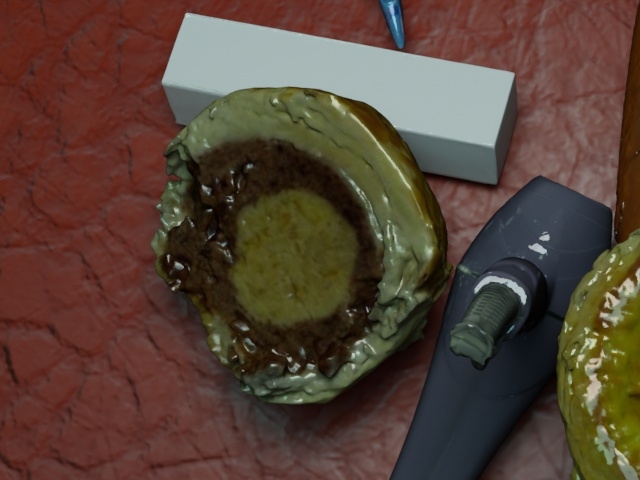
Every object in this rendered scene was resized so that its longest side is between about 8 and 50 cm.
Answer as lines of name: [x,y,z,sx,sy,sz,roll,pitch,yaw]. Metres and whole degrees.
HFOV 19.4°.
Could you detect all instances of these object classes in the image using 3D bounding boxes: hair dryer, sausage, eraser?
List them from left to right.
eraser: [0.017,-0.123,1.624,0.298,0.078,0.076,11,66,13]
hair dryer: [0.120,0.085,1.421,0.121,0.361,0.301,27,91,12]
sausage: [0.299,-0.115,1.548,0.102,0.102,0.330,6,70,12]

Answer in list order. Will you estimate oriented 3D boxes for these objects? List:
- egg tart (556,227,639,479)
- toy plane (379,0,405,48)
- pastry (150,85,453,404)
egg tart: [0.314,0.110,1.413,0.295,0.116,0.295,0,83,3]
toy plane: [0.047,-0.282,1.666,0.169,0.078,0.246,-16,81,7]
pastry: [0.000,-0.010,1.556,0.237,0.170,0.256,-45,70,24]
